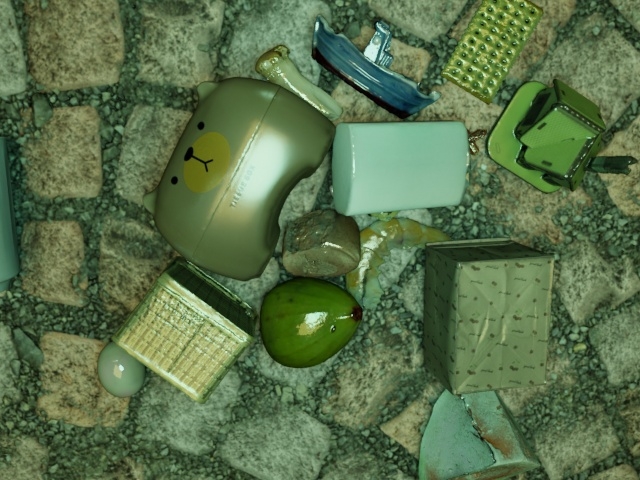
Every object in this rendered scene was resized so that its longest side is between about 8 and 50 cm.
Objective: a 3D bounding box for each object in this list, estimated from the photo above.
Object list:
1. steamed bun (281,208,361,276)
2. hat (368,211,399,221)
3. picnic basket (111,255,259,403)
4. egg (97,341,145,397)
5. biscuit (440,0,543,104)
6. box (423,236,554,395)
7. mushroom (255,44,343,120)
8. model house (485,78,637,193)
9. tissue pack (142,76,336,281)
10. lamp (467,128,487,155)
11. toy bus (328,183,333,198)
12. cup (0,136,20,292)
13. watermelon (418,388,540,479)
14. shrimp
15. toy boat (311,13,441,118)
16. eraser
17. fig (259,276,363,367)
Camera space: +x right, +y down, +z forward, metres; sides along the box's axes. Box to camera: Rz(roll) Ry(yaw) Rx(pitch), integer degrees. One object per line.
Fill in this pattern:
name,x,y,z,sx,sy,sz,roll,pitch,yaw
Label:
steamed bun,0.000,0.000,1.243,0.175,0.144,0.106,-7,137,12
hat,0.142,-0.078,1.278,0.077,0.059,0.076,-31,58,-27
picnic basket,-0.266,0.168,1.190,0.228,0.313,0.175,38,88,-6
egg,-0.458,0.296,1.306,0.103,0.103,0.134,-14,99,1
biscuit,0.379,-0.433,1.247,0.139,0.016,0.231,30,98,-5
box,0.360,0.157,1.246,0.225,0.190,0.296,-3,100,-12
mushroom,-0.043,-0.333,1.228,0.209,0.084,0.071,40,140,-14
model house,0.506,-0.212,1.160,0.218,0.278,0.204,29,96,-8
tissue pack,-0.166,-0.135,1.154,0.277,0.267,0.387,29,98,-6
lamp,0.325,-0.231,1.274,0.083,0.031,0.063,18,98,0
toy bus,0.095,-0.143,1.270,0.172,0.057,0.072,-38,96,3
cup,-0.800,-0.054,1.185,0.323,0.237,0.326,6,102,27
watermelon,0.388,0.502,1.315,0.290,0.214,0.319,25,87,-8
shrimp,0.166,0.037,1.310,0.287,0.068,0.185,-29,104,-7
toy boat,0.119,-0.375,1.189,0.309,0.129,0.142,32,112,-8
eraser,0.172,-0.155,1.190,0.290,0.104,0.189,-6,110,-25
fig,-0.016,0.175,1.239,0.225,0.203,0.202,-13,103,38
